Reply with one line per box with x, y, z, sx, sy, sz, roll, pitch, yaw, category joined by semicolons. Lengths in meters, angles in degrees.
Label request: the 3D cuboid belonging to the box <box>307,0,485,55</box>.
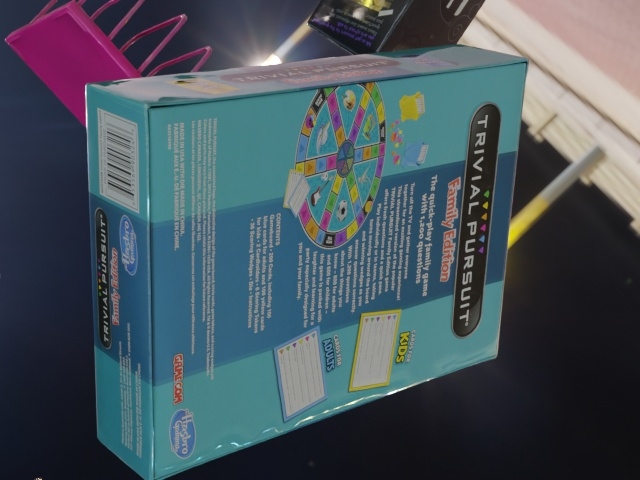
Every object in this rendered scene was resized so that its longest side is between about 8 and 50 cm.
0.136;-0.370;1.578;0.143;0.270;0.165;39;-170;32;box

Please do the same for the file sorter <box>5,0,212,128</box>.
-0.308;-0.293;1.768;0.202;0.182;0.290;-9;130;48;file sorter

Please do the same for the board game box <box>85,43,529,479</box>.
0.000;0.000;0.795;0.336;0.253;0.079;-13;-155;-38;board game box

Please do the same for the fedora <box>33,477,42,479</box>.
-0.583;0.507;1.783;0.153;0.334;0.334;28;-168;-4;fedora
